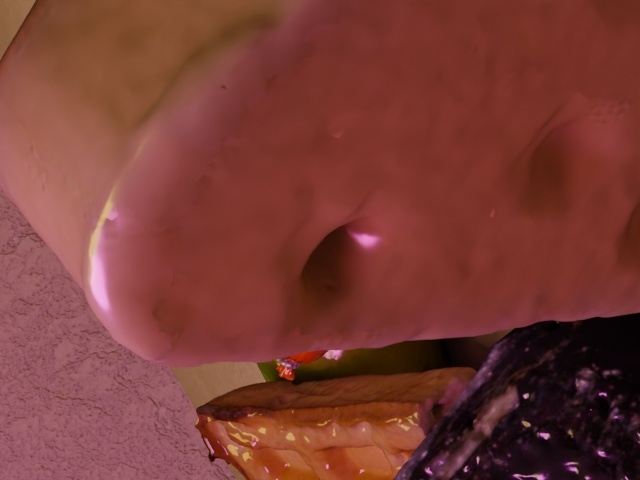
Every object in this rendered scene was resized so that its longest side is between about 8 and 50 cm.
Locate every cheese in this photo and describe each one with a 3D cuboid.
[{"bbox_3d":[0.103,-0.090,0.567,0.104,0.384,0.384,46,158,39],"label":"cheese"}]

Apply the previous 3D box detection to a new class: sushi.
[{"bbox_3d":[0.165,0.191,0.884,0.212,0.227,0.215,34,155,44],"label":"sushi"}]

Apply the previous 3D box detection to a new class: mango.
[{"bbox_3d":[0.035,0.113,1.283,0.185,0.149,0.273,14,135,54],"label":"mango"}]

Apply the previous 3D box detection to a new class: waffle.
[{"bbox_3d":[0.086,0.240,1.173,0.304,0.077,0.348,-10,123,52],"label":"waffle"}]

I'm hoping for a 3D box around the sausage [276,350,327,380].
[{"bbox_3d":[0.000,0.000,1.130,0.071,0.071,0.234,39,119,52],"label":"sausage"}]
